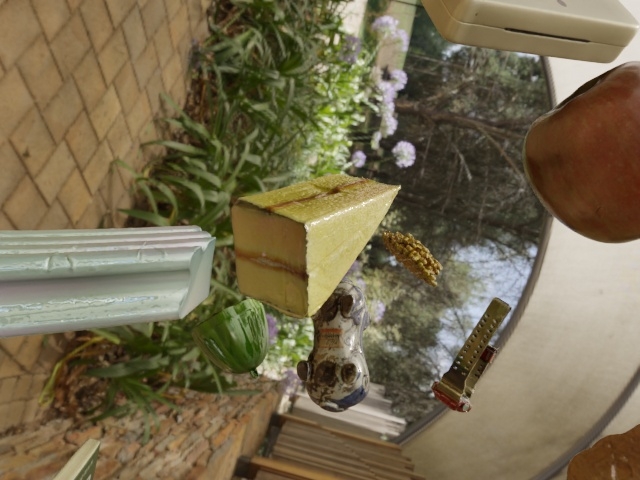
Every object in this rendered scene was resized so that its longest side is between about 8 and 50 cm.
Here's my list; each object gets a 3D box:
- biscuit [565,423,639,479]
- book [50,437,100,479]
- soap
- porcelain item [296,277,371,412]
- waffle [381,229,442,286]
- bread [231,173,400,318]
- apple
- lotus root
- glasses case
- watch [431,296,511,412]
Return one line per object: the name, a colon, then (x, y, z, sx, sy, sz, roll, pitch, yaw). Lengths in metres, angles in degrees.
biscuit: (0.752, 0.639, 1.256, 0.365, 0.385, 0.062, 56, 3, 36)
book: (-0.375, 0.438, 0.738, 0.202, 0.027, 0.265, -70, 176, -77)
soap: (-0.276, 0.043, 0.689, 0.172, 0.289, 0.095, 24, -67, 58)
porcelain item: (0.045, 0.230, 1.201, 0.186, 0.137, 0.288, 42, 46, -61)
waffle: (0.263, 0.038, 1.571, 0.070, 0.197, 0.193, -47, -146, -4)
bread: (0.003, -0.002, 0.900, 0.263, 0.167, 0.163, -21, 119, -43)
apple: (0.329, -0.092, 0.601, 0.188, 0.174, 0.188, -33, -177, 2)
lotus root: (-0.188, 0.247, 1.282, 0.186, 0.186, 0.186, 14, 90, -87)
glasses case: (0.312, -0.342, 0.812, 0.070, 0.312, 0.131, 112, -28, -48)
watch: (0.365, 0.275, 1.284, 0.269, 0.102, 0.165, -54, 151, -9)
